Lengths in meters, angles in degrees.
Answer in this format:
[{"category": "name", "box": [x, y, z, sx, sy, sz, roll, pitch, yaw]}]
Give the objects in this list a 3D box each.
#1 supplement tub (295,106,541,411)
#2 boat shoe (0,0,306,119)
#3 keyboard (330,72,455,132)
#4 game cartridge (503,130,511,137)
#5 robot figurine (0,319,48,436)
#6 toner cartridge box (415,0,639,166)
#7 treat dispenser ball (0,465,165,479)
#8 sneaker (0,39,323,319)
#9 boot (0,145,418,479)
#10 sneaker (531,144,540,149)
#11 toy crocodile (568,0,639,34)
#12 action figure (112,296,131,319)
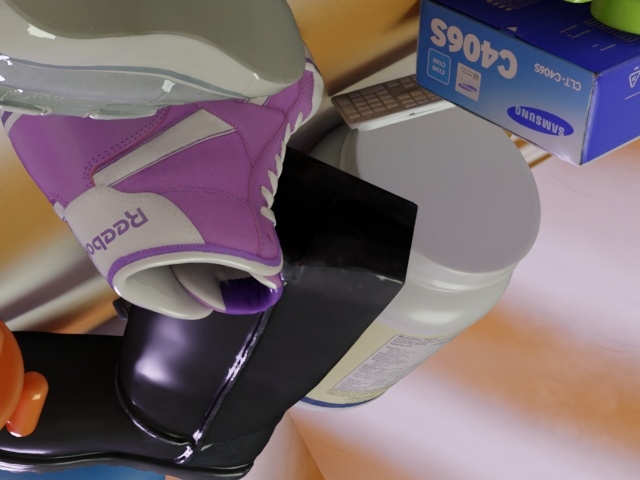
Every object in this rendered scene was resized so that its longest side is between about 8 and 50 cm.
[{"category": "supplement tub", "box": [0.053, 0.018, 1.180, 0.235, 0.235, 0.325, -25, 166, -37]}, {"category": "boat shoe", "box": [-0.088, -0.091, 0.487, 0.081, 0.079, 0.227, -22, 174, 28]}, {"category": "keyboard", "box": [0.138, -0.142, 0.974, 0.256, 0.014, 0.072, -16, -146, -6]}, {"category": "game cartridge", "box": [0.108, -0.096, 1.473, 0.323, 0.053, 0.285, -30, 174, 0]}, {"category": "robot figurine", "box": [-0.318, 0.125, 0.943, 0.158, 0.128, 0.219, -25, 173, -34]}, {"category": "toner cartridge box", "box": [0.254, -0.174, 0.902, 0.348, 0.165, 0.075, -25, 131, -33]}, {"category": "treat dispenser ball", "box": [-0.328, 0.268, 1.359, 0.288, 0.288, 0.288, -29, 174, -3]}, {"category": "sneaker", "box": [-0.058, -0.034, 0.669, 0.102, 0.161, 0.282, -34, 174, 30]}, {"category": "boot", "box": [-0.160, 0.073, 1.016, 0.367, 0.146, 0.445, 8, 149, -18]}, {"category": "sneaker", "box": [0.307, -0.180, 1.362, 0.211, 0.080, 0.081, -47, -169, -23]}, {"category": "toy crocodile", "box": [0.258, -0.230, 0.817, 0.340, 0.105, 0.115, -24, 131, -36]}, {"category": "action figure", "box": [-0.103, 0.103, 1.526, 0.330, 0.179, 0.341, -27, 173, 35]}]
